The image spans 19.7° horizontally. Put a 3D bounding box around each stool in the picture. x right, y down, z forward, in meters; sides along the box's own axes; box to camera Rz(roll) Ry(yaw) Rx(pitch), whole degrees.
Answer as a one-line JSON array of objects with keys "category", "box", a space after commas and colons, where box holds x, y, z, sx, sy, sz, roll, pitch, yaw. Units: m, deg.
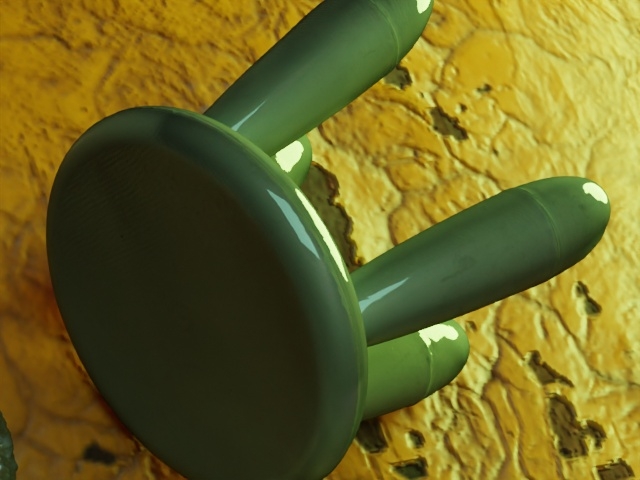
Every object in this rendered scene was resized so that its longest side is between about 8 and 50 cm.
[{"category": "stool", "box": [0.000, 0.000, 0.906, 0.198, 0.195, 0.195, -29, 76, -39]}]

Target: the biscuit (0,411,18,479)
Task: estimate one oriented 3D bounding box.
[{"category": "biscuit", "box": [-0.198, 0.099, 0.853, 0.120, 0.015, 0.120, 13, 56, -19]}]
